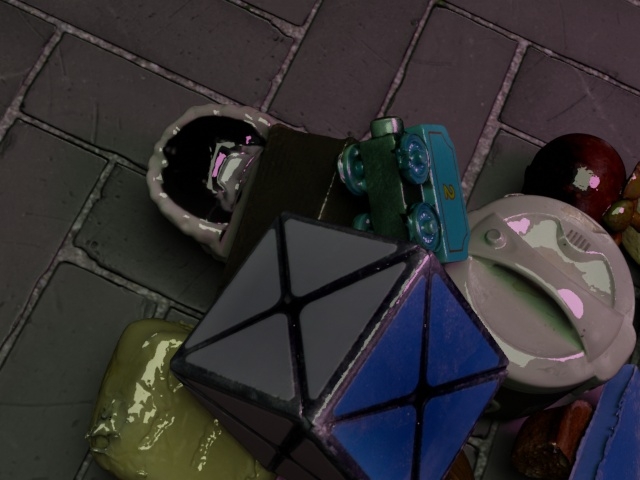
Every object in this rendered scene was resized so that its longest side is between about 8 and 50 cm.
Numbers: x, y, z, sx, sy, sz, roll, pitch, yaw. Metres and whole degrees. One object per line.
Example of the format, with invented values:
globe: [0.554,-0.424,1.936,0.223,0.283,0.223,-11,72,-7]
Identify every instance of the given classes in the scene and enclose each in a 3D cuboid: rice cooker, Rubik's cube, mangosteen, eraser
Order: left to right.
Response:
Rubik's cube: [0.025,0.145,1.389,0.255,0.260,0.259,14,59,44]
rice cooker: [0.270,0.098,1.630,0.288,0.277,0.288,4,70,-10]
mangosteen: [0.397,-0.064,1.764,0.200,0.200,0.199,4,68,-10]
eraser: [0.390,0.314,1.593,0.312,0.043,0.144,-53,128,-48]

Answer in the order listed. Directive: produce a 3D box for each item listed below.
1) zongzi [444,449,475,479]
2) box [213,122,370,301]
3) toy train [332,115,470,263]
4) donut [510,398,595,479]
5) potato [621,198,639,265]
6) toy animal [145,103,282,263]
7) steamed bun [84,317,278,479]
zongzi: [0.133,0.295,1.538,0.134,0.286,0.288,-7,64,11]
box: [-0.002,0.000,1.608,0.143,0.184,0.273,15,85,40]
toy train: [0.110,-0.052,1.490,0.163,0.112,0.203,-5,87,-56]
donut: [0.336,0.302,1.630,0.217,0.085,0.141,58,39,-31]
potato: [0.525,-0.025,1.854,0.149,0.081,0.120,-11,104,-36]
toy animal: [-0.138,-0.080,1.665,0.156,0.204,0.208,20,79,26]
steamed bun: [-0.174,0.225,1.549,0.273,0.166,0.232,17,83,-23]
